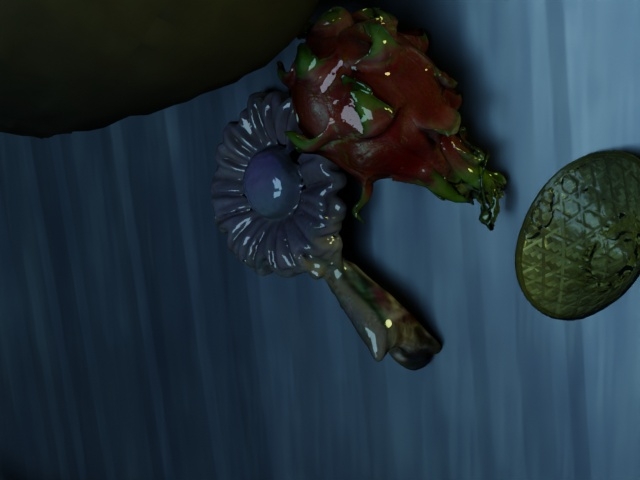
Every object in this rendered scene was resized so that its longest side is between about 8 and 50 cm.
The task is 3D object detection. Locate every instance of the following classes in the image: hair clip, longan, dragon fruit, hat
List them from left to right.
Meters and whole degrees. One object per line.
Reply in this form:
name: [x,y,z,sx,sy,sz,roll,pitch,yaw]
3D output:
longan: [-0.179,-0.270,0.940,0.404,0.436,0.404,28,155,14]
hair clip: [-0.003,0.004,1.129,0.300,0.069,0.173,51,128,9]
dragon fruit: [0.060,-0.093,1.023,0.137,0.135,0.236,-31,105,31]
hat: [0.234,0.006,0.979,0.146,0.067,0.146,-33,44,40]
